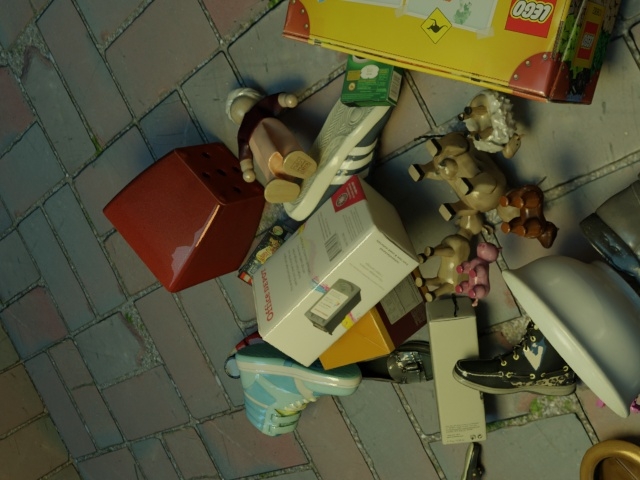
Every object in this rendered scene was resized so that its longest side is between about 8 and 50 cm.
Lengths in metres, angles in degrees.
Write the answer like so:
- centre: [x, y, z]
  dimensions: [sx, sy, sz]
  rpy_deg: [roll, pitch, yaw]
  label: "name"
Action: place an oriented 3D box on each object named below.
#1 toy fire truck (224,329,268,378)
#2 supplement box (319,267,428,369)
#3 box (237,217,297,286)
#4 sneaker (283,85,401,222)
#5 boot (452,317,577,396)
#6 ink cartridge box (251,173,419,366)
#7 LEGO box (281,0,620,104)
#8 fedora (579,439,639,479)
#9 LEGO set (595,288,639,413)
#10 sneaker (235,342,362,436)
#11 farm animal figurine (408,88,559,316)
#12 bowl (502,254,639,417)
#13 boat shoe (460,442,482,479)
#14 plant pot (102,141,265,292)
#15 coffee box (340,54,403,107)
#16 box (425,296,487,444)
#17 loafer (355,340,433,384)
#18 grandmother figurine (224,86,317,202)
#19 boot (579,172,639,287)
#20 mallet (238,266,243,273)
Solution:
- centre: [-0.086, 0.292, 2.009]
  dimensions: [0.246, 0.158, 0.217]
  rpy_deg: [-43, 83, 19]
  label: "toy fire truck"
- centre: [0.102, 0.154, 1.732]
  dimensions: [0.191, 0.194, 0.129]
  rpy_deg: [-23, 94, 44]
  label: "supplement box"
- centre: [-0.079, 0.061, 1.877]
  dimensions: [0.159, 0.044, 0.233]
  rpy_deg: [32, 144, -5]
  label: "box"
- centre: [0.072, -0.172, 1.679]
  dimensions: [0.350, 0.148, 0.131]
  rpy_deg: [-52, 35, 21]
  label: "sneaker"
- centre: [0.372, 0.193, 1.545]
  dimensions: [0.236, 0.085, 0.178]
  rpy_deg: [5, 114, -2]
  label: "boot"
- centre: [0.021, 0.054, 1.596]
  dimensions: [0.131, 0.226, 0.306]
  rpy_deg: [36, 110, -26]
  label: "ink cartridge box"
- centre: [0.214, -0.452, 1.320]
  dimensions: [0.500, 0.193, 0.372]
  rpy_deg: [23, 109, 32]
  label: "LEGO box"
- centre: [0.575, 0.450, 1.532]
  dimensions: [0.194, 0.079, 0.194]
  rpy_deg: [11, 107, 40]
  label: "fedora"
- centre: [0.564, 0.194, 1.437]
  dimensions: [0.093, 0.087, 0.227]
  rpy_deg: [23, 116, 28]
  label: "LEGO set"
- centre: [-0.044, 0.352, 1.868]
  dimensions: [0.319, 0.127, 0.208]
  rpy_deg: [6, 105, 35]
  label: "sneaker"
- centre: [0.290, -0.064, 1.510]
  dimensions: [0.330, 0.172, 0.326]
  rpy_deg: [-38, 70, 51]
  label: "farm animal figurine"
- centre: [0.436, 0.125, 1.337]
  dimensions: [0.134, 0.298, 0.298]
  rpy_deg: [-39, 80, 4]
  label: "bowl"
- centre: [0.328, 0.495, 1.799]
  dimensions: [0.042, 0.049, 0.133]
  rpy_deg: [8, 110, 8]
  label: "boat shoe"
- centre: [-0.287, -0.078, 1.933]
  dimensions: [0.267, 0.267, 0.235]
  rpy_deg: [48, 121, 14]
  label: "plant pot"
- centre: [0.106, -0.342, 1.559]
  dimensions: [0.113, 0.040, 0.184]
  rpy_deg: [5, 82, 39]
  label: "coffee box"
- centre: [0.272, 0.261, 1.675]
  dimensions: [0.094, 0.113, 0.275]
  rpy_deg: [-7, 109, 5]
  label: "box"
- centre: [0.154, 0.279, 1.819]
  dimensions: [0.267, 0.084, 0.096]
  rpy_deg: [-8, 103, 42]
  label: "loafer"
- centre: [-0.117, -0.225, 1.742]
  dimensions: [0.208, 0.104, 0.342]
  rpy_deg: [-48, 41, 11]
  label: "grandmother figurine"
- centre: [0.589, 0.021, 1.284]
  dimensions: [0.223, 0.118, 0.338]
  rpy_deg: [-44, 82, 17]
  label: "boot"
- centre: [-0.154, 0.048, 1.994]
  dimensions: [0.190, 0.062, 0.039]
  rpy_deg: [-34, 88, 44]
  label: "mallet"
